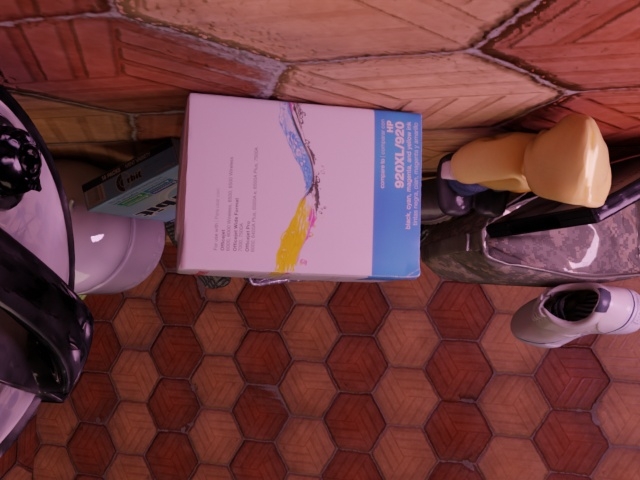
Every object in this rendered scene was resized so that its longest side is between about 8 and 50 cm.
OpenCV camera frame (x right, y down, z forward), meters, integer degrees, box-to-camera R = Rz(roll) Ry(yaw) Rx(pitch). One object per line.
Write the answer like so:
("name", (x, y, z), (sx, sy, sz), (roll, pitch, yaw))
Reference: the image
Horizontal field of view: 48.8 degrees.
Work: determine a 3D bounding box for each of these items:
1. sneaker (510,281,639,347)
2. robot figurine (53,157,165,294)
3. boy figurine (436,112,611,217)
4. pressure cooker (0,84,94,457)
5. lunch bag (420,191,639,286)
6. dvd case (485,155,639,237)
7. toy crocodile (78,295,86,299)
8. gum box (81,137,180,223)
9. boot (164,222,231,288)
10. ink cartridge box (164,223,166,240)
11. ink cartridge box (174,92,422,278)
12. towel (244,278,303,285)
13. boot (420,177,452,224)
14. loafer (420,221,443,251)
("sneaker", (0.372, 0.105, 1.091), (0.091, 0.094, 0.258), (24, 156, -18))
("robot figurine", (-0.366, -0.015, 1.098), (0.300, 0.200, 0.353), (-39, 174, 1))
("boy figurine", (0.230, -0.074, 0.767), (0.177, 0.092, 0.285), (3, 180, -13))
("pressure cooker", (-0.400, 0.021, 0.537), (0.420, 0.376, 0.370), (1, -168, 17))
("lunch bag", (0.325, -0.007, 1.132), (0.286, 0.169, 0.235), (-2, 175, -15))
("dvd case", (0.325, -0.058, 0.841), (0.180, 0.022, 0.253), (-27, -178, -12))
("toy crocodile", (-0.619, 0.013, 1.456), (0.340, 0.115, 0.105), (33, 177, -25))
("gum box", (-0.200, -0.075, 0.963), (0.156, 0.041, 0.184), (-22, 167, 23))
("boot", (-0.244, -0.033, 1.416), (0.083, 0.247, 0.161), (-15, -141, 4))
("ink cartridge box", (-0.432, -0.048, 1.442), (0.217, 0.092, 0.158), (1, 177, -7))
("ink cartridge box", (-0.033, -0.044, 0.737), (0.232, 0.168, 0.171), (3, 175, -13))
("towel", (-0.041, 0.007, 1.290), (0.283, 0.122, 0.235), (-7, -166, -18))
("boot", (0.093, -0.076, 1.018), (0.189, 0.076, 0.208), (-19, 152, 31))
("loafer", (0.121, -0.030, 1.390), (0.095, 0.109, 0.302), (8, 177, -26))
